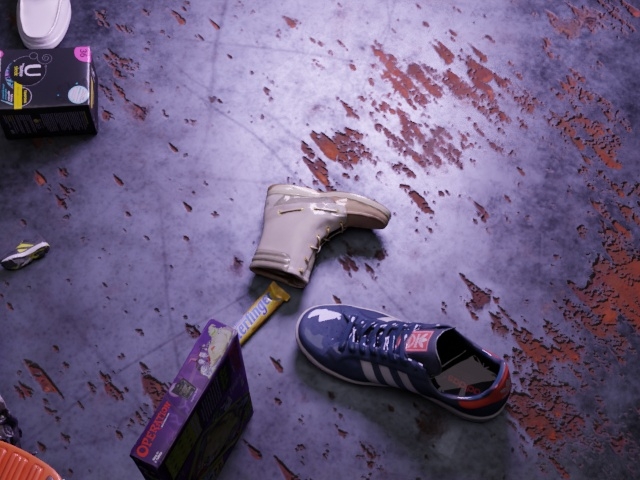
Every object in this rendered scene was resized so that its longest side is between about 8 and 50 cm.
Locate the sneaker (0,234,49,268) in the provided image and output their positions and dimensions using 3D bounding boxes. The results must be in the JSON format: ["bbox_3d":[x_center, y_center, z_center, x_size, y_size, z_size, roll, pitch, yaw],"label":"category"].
[{"bbox_3d":[-0.488,0.019,1.827,0.083,0.031,0.035,-23,55,-16],"label":"sneaker"}]

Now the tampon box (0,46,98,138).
[{"bbox_3d":[-0.469,-0.254,1.909,0.161,0.101,0.120,-4,66,-4],"label":"tampon box"}]

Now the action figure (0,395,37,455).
[{"bbox_3d":[-0.524,0.261,1.651,0.164,0.141,0.275,-20,67,5],"label":"action figure"}]

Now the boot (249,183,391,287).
[{"bbox_3d":[0.000,0.000,1.823,0.213,0.077,0.165,9,65,8],"label":"boot"}]

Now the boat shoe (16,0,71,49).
[{"bbox_3d":[-0.504,-0.476,2.012,0.098,0.096,0.277,-1,66,-3],"label":"boat shoe"}]

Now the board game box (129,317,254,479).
[{"bbox_3d":[-0.169,0.263,1.548,0.056,0.347,0.208,29,67,14],"label":"board game box"}]

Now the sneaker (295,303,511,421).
[{"bbox_3d":[0.130,0.166,1.711,0.350,0.148,0.131,17,66,6],"label":"sneaker"}]

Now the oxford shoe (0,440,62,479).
[{"bbox_3d":[-0.489,0.361,1.552,0.364,0.132,0.130,-1,49,27],"label":"oxford shoe"}]

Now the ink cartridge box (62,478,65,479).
[{"bbox_3d":[-0.430,0.436,1.590,0.046,0.097,0.207,45,67,10],"label":"ink cartridge box"}]

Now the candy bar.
[{"bbox_3d":[-0.115,0.133,1.790,0.040,0.018,0.161,39,69,15],"label":"candy bar"}]
